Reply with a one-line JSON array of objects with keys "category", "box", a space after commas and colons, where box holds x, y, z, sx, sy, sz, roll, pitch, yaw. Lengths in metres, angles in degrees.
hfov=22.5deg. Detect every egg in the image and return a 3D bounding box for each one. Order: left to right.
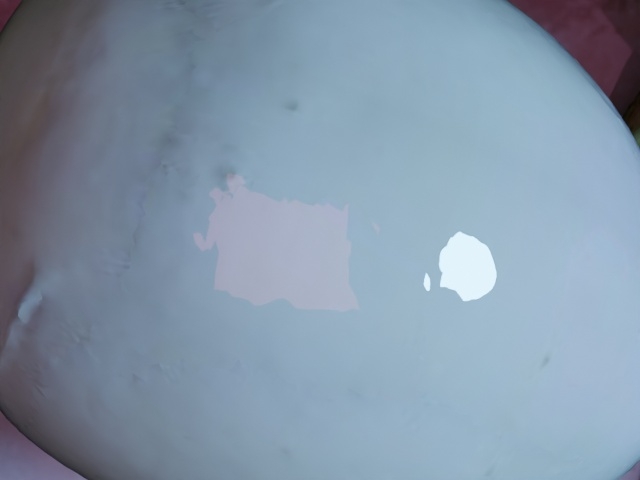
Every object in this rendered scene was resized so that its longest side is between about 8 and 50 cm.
[{"category": "egg", "box": [0.000, 0.000, 0.727, 0.345, 0.283, 0.283, 20, 97, 1]}]

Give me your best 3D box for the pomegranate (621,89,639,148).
[{"category": "pomegranate", "box": [0.236, -0.131, 0.728, 0.231, 0.231, 0.286, 26, 97, -1]}]
